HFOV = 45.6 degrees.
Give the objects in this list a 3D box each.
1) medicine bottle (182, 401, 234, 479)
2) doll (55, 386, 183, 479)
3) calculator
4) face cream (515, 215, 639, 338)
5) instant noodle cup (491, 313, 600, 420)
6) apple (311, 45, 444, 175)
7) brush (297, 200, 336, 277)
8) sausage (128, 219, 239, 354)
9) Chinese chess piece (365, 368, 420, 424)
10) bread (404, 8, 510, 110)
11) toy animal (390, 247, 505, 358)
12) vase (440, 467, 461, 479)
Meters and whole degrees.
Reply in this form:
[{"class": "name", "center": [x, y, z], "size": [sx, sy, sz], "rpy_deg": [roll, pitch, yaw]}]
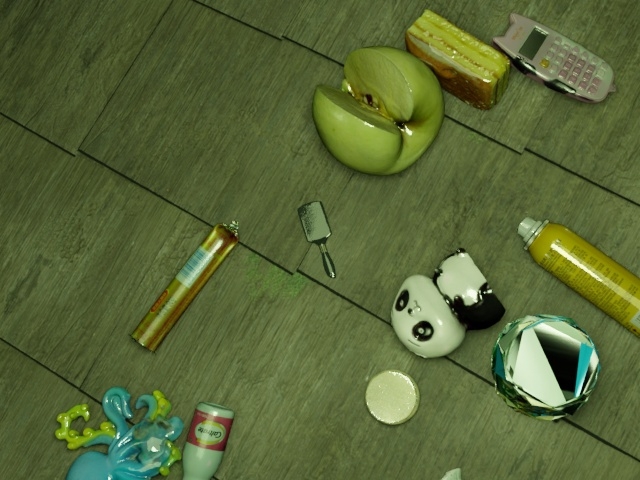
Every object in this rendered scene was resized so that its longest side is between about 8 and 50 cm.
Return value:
[{"class": "medicine bottle", "center": [-0.263, 0.478, 1.713], "size": [0.090, 0.090, 0.216], "rpy_deg": [13, 81, 12]}, {"class": "doll", "center": [-0.460, 0.507, 1.743], "size": [0.341, 0.098, 0.346], "rpy_deg": [-29, 59, -3]}, {"class": "calculator", "center": [0.535, -0.406, 1.731], "size": [0.294, 0.043, 0.194], "rpy_deg": [31, 49, 7]}, {"class": "face cream", "center": [0.575, 0.066, 1.640], "size": [0.349, 0.105, 0.105], "rpy_deg": [38, 87, 15]}, {"class": "instant noodle cup", "center": [0.471, 0.258, 1.582], "size": [0.240, 0.178, 0.240], "rpy_deg": [-2, 77, 10]}, {"class": "apple", "center": [0.125, -0.291, 1.703], "size": [0.292, 0.292, 0.254], "rpy_deg": [-48, 50, -2]}, {"class": "brush", "center": [0.000, 0.000, 1.801], "size": [0.063, 0.016, 0.193], "rpy_deg": [-19, 76, 6]}, {"class": "sausage", "center": [-0.313, 0.099, 1.807], "size": [0.082, 0.082, 0.371], "rpy_deg": [36, 86, 15]}, {"class": "Chinese chess piece", "center": [0.159, 0.346, 1.686], "size": [0.122, 0.051, 0.122], "rpy_deg": [-2, 80, 11]}, {"class": "bread", "center": [0.311, -0.402, 1.741], "size": [0.234, 0.184, 0.110], "rpy_deg": [34, 87, 15]}, {"class": "toy animal", "center": [0.265, 0.147, 1.646], "size": [0.235, 0.165, 0.187], "rpy_deg": [-31, 53, 2]}, {"class": "vase", "center": [0.378, 0.646, 1.500], "size": [0.445, 0.250, 0.250], "rpy_deg": [36, 87, 19]}]
